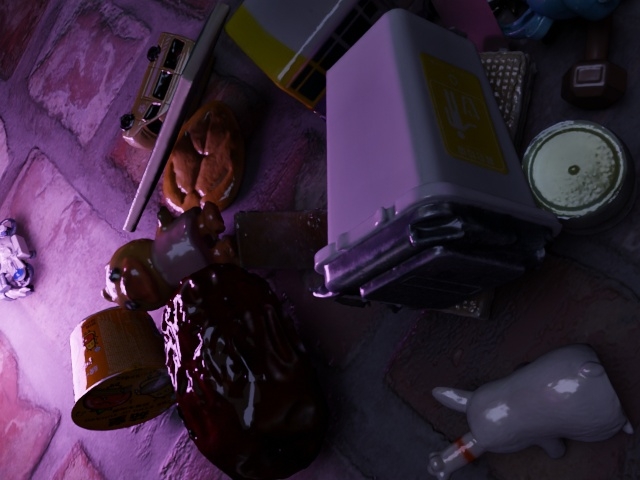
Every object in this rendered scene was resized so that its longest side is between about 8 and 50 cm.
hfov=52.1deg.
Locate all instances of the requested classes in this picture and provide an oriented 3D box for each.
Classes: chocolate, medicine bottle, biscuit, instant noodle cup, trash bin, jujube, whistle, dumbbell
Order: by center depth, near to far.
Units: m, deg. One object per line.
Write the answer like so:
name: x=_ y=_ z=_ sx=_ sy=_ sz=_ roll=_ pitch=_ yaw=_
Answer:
trash bin: x=0.123 y=-0.098 z=0.918 sx=0.296 sy=0.256 sz=0.367 roll=-36 pitch=53 yaw=48
medicine bottle: x=0.365 y=-0.086 z=0.924 sx=0.147 sy=0.143 sz=0.147 roll=-5 pitch=80 yaw=30
whistle: x=0.336 y=-0.383 z=0.963 sx=0.186 sy=0.093 sz=0.274 roll=-65 pitch=30 yaw=20
dumbbell: x=0.417 y=-0.315 z=0.979 sx=0.092 sy=0.082 sz=0.230 roll=4 pitch=82 yaw=30
biscuit: x=0.238 y=-0.093 z=1.040 sx=0.144 sy=0.078 sz=0.425 roll=7 pitch=85 yaw=32
jujube: x=-0.135 y=0.217 z=1.098 sx=0.258 sy=0.258 sz=0.376 roll=-43 pitch=67 yaw=16
chocolate: x=0.000 y=0.000 z=1.149 sx=0.321 sy=0.112 sz=0.111 roll=-2 pitch=87 yaw=30
instant noodle cup: x=-0.388 y=0.243 z=1.275 sx=0.216 sy=0.216 sz=0.172 roll=-41 pitch=54 yaw=17
biscuit: x=-0.242 y=-0.168 z=1.364 sx=0.203 sy=0.041 sz=0.259 roll=11 pitch=87 yaw=32

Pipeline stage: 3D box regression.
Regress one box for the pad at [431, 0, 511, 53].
pad: x=0.224 y=-0.361 z=1.033 sx=0.113 sy=0.188 sz=0.006 roll=24 pitch=74 yaw=47

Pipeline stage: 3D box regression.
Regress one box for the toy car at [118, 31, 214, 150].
toy car: x=-0.327 y=-0.312 z=1.411 sx=0.125 sy=0.101 sz=0.256 roll=20 pitch=89 yaw=29

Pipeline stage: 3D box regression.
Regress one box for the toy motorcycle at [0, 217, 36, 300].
toy motorcycle: x=-0.779 y=0.058 z=1.605 sx=0.150 sy=0.102 sz=0.221 roll=-37 pitch=63 yaw=6

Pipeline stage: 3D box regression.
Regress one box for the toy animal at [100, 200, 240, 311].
toy animal: x=-0.297 y=0.042 z=1.256 sx=0.281 sy=0.169 sz=0.195 roll=-29 pitch=99 yaw=-3

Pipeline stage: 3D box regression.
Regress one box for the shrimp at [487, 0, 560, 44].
shrimp: x=0.313 y=-0.362 z=1.082 sx=0.195 sy=0.035 sz=0.147 roll=-36 pitch=66 yaw=18

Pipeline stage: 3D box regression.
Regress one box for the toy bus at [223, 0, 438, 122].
toy bus: x=0.064 y=-0.445 z=1.117 sx=0.440 sy=0.249 sz=0.209 roll=-48 pitch=60 yaw=14

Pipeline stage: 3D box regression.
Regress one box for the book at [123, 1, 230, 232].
book: x=-0.266 y=-0.217 z=1.189 sx=0.379 sy=0.031 sz=0.264 roll=-54 pitch=18 yaw=42

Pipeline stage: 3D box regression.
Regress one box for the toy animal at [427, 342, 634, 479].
toy animal: x=0.280 y=0.239 z=0.919 sx=0.283 sy=0.138 sz=0.140 roll=-32 pitch=57 yaw=29
